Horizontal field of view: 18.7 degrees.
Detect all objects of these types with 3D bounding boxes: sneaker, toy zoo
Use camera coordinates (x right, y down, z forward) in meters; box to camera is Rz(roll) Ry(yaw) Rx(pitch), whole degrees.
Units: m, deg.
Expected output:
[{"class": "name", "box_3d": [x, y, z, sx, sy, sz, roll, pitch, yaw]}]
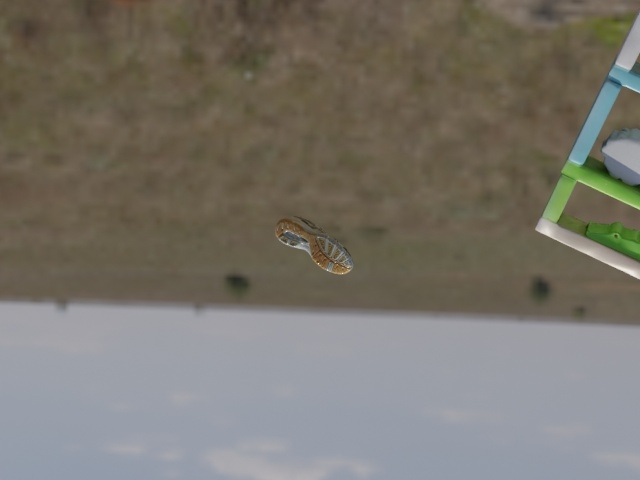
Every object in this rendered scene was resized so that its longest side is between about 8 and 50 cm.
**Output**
[{"class": "sneaker", "box_3d": [0.000, 0.000, 1.814, 0.083, 0.032, 0.037, 34, -154, 16]}, {"class": "toy zoo", "box_3d": [0.311, -0.093, 1.511, 0.192, 0.293, 0.030, 26, -152, 4]}]
